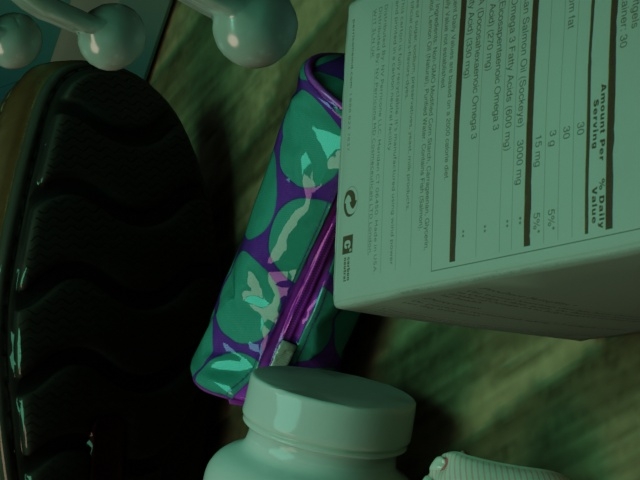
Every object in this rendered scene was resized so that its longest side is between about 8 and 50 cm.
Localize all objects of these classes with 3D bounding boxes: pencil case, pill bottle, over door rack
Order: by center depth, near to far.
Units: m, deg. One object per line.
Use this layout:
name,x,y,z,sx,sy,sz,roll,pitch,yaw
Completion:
over door rack,0.048,-0.152,0.533,0.324,0.108,0.239,-42,19,-15
pill bottle,-0.009,0.129,0.725,0.086,0.086,0.152,23,104,60
pencil case,0.000,0.000,0.756,0.070,0.064,0.151,-90,19,-63

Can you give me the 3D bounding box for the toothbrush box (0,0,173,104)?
toothbrush box,-0.184,-0.177,0.968,0.126,0.216,0.295,56,132,49

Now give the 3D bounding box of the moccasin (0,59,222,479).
moccasin,-0.126,0.105,0.907,0.147,0.139,0.380,3,96,52

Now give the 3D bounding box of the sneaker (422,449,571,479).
sneaker,0.034,0.113,0.656,0.134,0.051,0.070,-14,62,26

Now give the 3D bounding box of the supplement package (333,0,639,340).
supplement package,0.093,-0.033,0.557,0.179,0.105,0.105,-14,70,59
